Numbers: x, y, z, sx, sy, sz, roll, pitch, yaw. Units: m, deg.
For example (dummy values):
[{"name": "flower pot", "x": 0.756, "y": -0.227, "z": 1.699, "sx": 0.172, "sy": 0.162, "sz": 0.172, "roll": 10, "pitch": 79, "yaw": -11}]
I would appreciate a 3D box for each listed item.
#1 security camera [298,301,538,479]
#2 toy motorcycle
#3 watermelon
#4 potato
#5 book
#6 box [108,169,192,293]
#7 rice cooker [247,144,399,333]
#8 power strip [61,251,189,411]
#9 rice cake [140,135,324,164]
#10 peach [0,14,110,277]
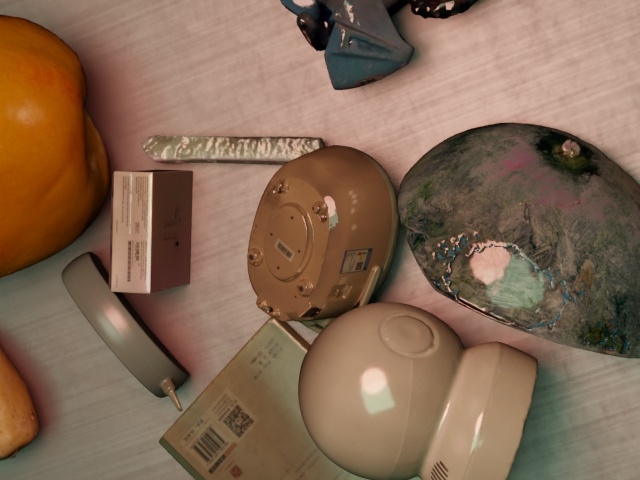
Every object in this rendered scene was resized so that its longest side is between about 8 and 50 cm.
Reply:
[{"name": "security camera", "x": 0.090, "y": 0.171, "z": 1.673, "sx": 0.236, "sy": 0.194, "sz": 0.194, "roll": 18, "pitch": 97, "yaw": 4}, {"name": "toy motorcycle", "x": -0.030, "y": -0.311, "z": 1.694, "sx": 0.416, "sy": 0.172, "sz": 0.232, "roll": 27, "pitch": 93, "yaw": 2}, {"name": "watermelon", "x": 0.229, "y": -0.013, "z": 1.638, "sx": 0.322, "sy": 0.188, "sz": 0.175, "roll": 24, "pitch": 107, "yaw": 8}, {"name": "potato", "x": -0.402, "y": 0.176, "z": 1.850, "sx": 0.178, "sy": 0.109, "sz": 0.118, "roll": 51, "pitch": 125, "yaw": 13}, {"name": "book", "x": -0.019, "y": 0.251, "z": 1.801, "sx": 0.282, "sy": 0.025, "sz": 0.215, "roll": 45, "pitch": 103, "yaw": 8}, {"name": "box", "x": -0.185, "y": -0.012, "z": 1.773, "sx": 0.051, "sy": 0.129, "sz": 0.130, "roll": 4, "pitch": 94, "yaw": 15}, {"name": "rice cooker", "x": 0.000, "y": 0.000, "z": 1.712, "sx": 0.145, "sy": 0.127, "sz": 0.206, "roll": 32, "pitch": 113, "yaw": 34}, {"name": "power strip", "x": -0.212, "y": 0.102, "z": 1.786, "sx": 0.044, "sy": 0.137, "sz": 0.216, "roll": -38, "pitch": 82, "yaw": -1}, {"name": "rice cake", "x": -0.095, "y": -0.099, "z": 1.790, "sx": 0.211, "sy": 0.043, "sz": 0.034, "roll": 2, "pitch": 88, "yaw": 13}, {"name": "peach", "x": -0.388, "y": -0.086, "z": 1.730, "sx": 0.308, "sy": 0.289, "sz": 0.289, "roll": -14, "pitch": 90, "yaw": -4}]
